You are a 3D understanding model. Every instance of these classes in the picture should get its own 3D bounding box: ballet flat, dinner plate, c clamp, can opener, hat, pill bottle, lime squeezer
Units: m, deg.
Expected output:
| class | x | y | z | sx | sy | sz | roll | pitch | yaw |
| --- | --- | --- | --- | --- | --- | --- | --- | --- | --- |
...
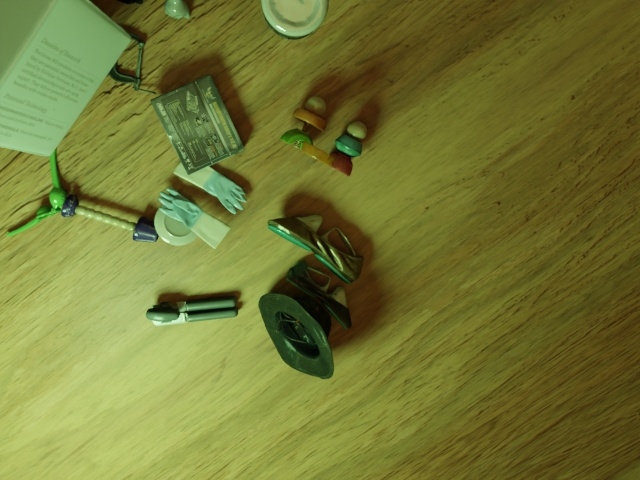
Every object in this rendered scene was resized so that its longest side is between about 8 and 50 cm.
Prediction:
| class | x | y | z | sx | sy | sz | roll | pitch | yaw |
| --- | --- | --- | --- | --- | --- | --- | --- | --- | --- |
| ballet flat | 0.000 | 0.000 | 1.676 | 0.342 | 0.116 | 0.124 | 35 | 82 | -15 |
| dinner plate | -0.424 | -0.055 | 1.629 | 0.141 | 0.017 | 0.141 | 1 | 88 | -25 |
| c clamp | -0.522 | -0.496 | 1.508 | 0.137 | 0.022 | 0.160 | 6 | 109 | -2 |
| ballet flat | 0.018 | 0.169 | 1.736 | 0.280 | 0.095 | 0.096 | 41 | 87 | -16 |
| can opener | -0.403 | 0.230 | 1.722 | 0.281 | 0.093 | 0.074 | -6 | 108 | -8 |
| hat | -0.045 | 0.274 | 1.725 | 0.134 | 0.331 | 0.331 | -39 | 113 | -37 |
| pill bottle | -0.069 | -0.596 | 1.376 | 0.162 | 0.278 | 0.162 | -2 | 108 | -5 |
| lime squeezer | -0.812 | -0.111 | 1.588 | 0.110 | 0.059 | 0.310 | 30 | 104 | -14 |

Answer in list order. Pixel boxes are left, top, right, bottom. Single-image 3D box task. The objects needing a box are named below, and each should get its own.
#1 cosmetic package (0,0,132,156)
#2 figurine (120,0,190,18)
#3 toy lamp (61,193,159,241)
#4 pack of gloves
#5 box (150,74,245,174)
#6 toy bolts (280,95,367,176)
| class | x | y | z | sx | sy | sz | roll | pitch | yaw |
| --- | --- | --- | --- | --- | --- | --- | --- | --- | --- |
| cosmetic package | -0.741 | -0.464 | 1.279 | 0.329 | 0.327 | 0.393 | 36 | 94 | 3 |
| figurine | -0.428 | -0.659 | 1.383 | 0.215 | 0.209 | 0.092 | 15 | 68 | -10 |
| toy lamp | -0.614 | -0.061 | 1.612 | 0.275 | 0.080 | 0.080 | 21 | 105 | -9 |
| pack of gloves | -0.352 | -0.120 | 1.627 | 0.232 | 0.046 | 0.195 | 36 | 88 | -7 |
| box | -0.346 | -0.328 | 1.545 | 0.183 | 0.056 | 0.231 | -26 | 109 | -6 |
| toy bolts | 0.037 | -0.295 | 1.539 | 0.229 | 0.218 | 0.158 | 24 | 99 | -31 |
